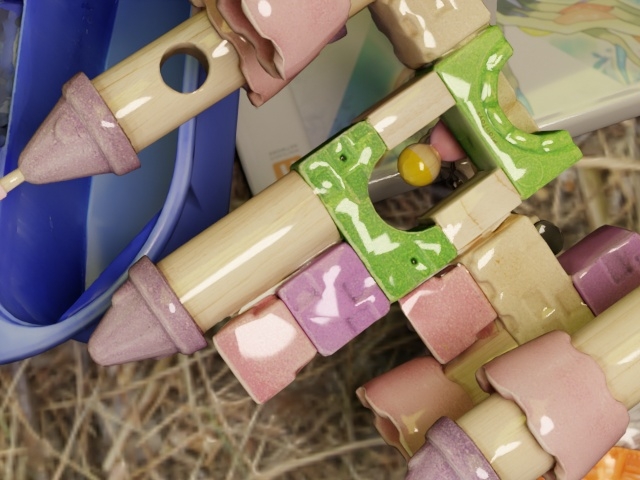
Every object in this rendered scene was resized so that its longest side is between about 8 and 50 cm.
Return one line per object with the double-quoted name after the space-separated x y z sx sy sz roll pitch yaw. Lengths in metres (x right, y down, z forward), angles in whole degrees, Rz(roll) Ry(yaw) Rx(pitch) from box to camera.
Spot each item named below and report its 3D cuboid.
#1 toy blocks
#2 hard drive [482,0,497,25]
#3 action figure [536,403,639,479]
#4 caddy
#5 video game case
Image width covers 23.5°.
0.000 0.000 0.774 0.260 0.309 0.288 -36 97 -6 "toy blocks"
0.077 -0.269 0.921 0.040 0.203 0.307 -4 70 3 "hard drive"
0.192 0.221 0.788 0.341 0.178 0.330 -8 82 7 "action figure"
-0.176 -0.085 0.905 0.241 0.179 0.341 0 73 13 "caddy"
0.074 -0.188 1.019 0.329 0.036 0.300 -18 70 -3 "video game case"
